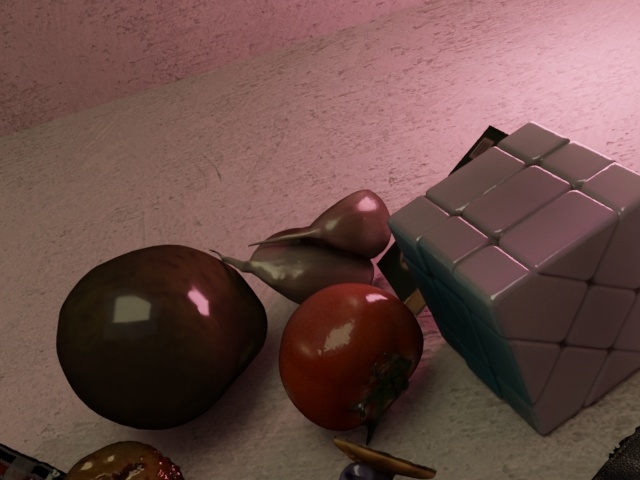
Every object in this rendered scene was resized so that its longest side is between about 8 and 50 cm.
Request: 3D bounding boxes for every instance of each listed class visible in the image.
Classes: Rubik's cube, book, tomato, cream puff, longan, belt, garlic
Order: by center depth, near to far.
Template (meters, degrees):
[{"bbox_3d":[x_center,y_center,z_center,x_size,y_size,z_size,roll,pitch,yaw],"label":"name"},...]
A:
[{"bbox_3d":[0.352,0.051,1.361,0.319,0.321,0.316,-34,36,-8],"label":"Rubik's cube"},{"bbox_3d":[-0.341,0.457,1.430,0.240,0.164,0.240,-10,49,12],"label":"cream puff"},{"bbox_3d":[0.050,0.197,1.436,0.256,0.255,0.224,-42,52,-21],"label":"tomato"},{"bbox_3d":[-0.303,0.181,1.607,0.405,0.336,0.404,3,20,-1],"label":"longan"},{"bbox_3d":[-0.567,0.459,1.608,0.360,0.126,0.094,2,55,42],"label":"belt"},{"bbox_3d":[0.257,-0.049,1.615,0.371,0.043,0.260,-52,16,9],"label":"book"},{"bbox_3d":[0.000,0.000,1.674,0.340,0.231,0.246,-4,36,-44],"label":"garlic"}]

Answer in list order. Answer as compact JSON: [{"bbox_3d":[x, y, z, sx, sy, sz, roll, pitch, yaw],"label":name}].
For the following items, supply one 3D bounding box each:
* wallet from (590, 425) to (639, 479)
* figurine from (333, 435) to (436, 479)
[{"bbox_3d":[0.512,0.324,1.131,0.262,0.071,0.221,-39,31,-23],"label":"wallet"},{"bbox_3d":[0.064,0.426,1.179,0.181,0.208,0.257,145,144,-76],"label":"figurine"}]
